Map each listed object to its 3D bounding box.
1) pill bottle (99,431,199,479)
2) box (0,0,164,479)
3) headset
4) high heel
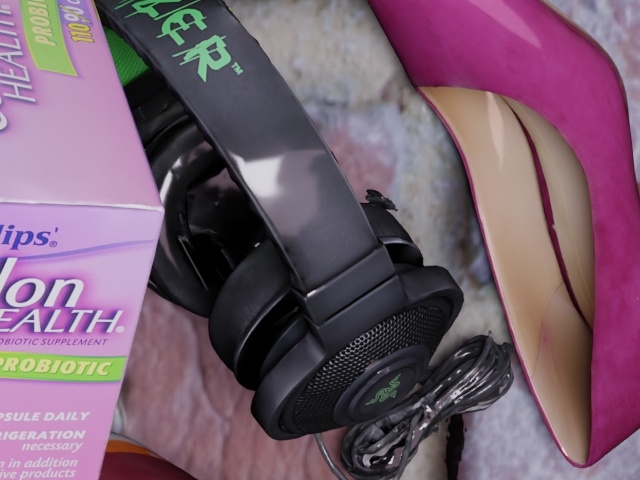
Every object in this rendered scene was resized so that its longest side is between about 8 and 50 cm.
[{"bbox_3d":[-0.050,0.264,1.029,0.224,0.392,0.224,-16,117,-35],"label":"pill bottle"},{"bbox_3d":[-0.175,0.015,0.988,0.117,0.213,0.243,1,127,-20],"label":"box"},{"bbox_3d":[0.000,0.000,1.115,0.185,0.243,0.394,-32,134,-12],"label":"headset"},{"bbox_3d":[0.119,-0.020,1.210,0.377,0.127,0.181,41,72,-30],"label":"high heel"}]
